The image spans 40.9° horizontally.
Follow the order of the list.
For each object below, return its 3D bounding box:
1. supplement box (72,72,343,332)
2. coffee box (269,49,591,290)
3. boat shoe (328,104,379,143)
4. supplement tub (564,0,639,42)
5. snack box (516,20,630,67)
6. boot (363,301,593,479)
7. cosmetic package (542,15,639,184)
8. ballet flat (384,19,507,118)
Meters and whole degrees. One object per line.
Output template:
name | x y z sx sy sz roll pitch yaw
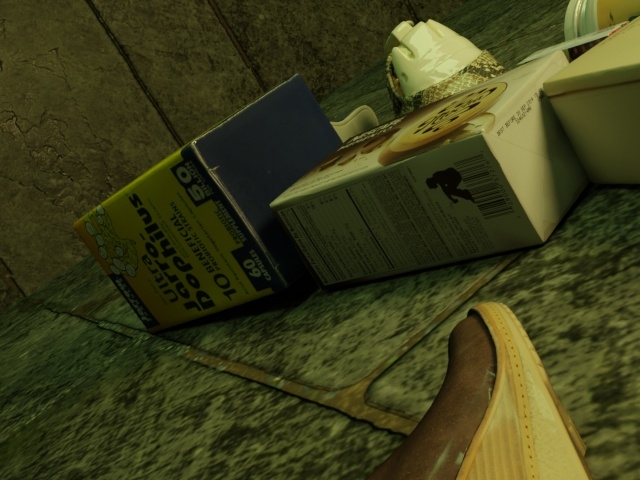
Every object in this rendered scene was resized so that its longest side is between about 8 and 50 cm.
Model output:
supplement box | -0.133 -0.033 1.112 0.195 0.194 0.356 -41 12 -37
coffee box | 0.112 -0.060 0.863 0.297 0.119 0.168 -16 22 49
boat shoe | 0.019 -0.185 1.587 0.079 0.095 0.254 -19 17 38
supplement tub | 0.365 -0.233 0.873 0.144 0.144 0.199 -38 14 -27
snack box | 0.280 -0.161 0.894 0.037 0.100 0.141 -36 13 -20
boot | 0.027 0.131 0.416 0.207 0.090 0.248 -27 17 10
cosmetic package | 0.328 -0.125 0.634 0.160 0.113 0.309 -35 12 -15
ballet flat | 0.164 -0.242 1.277 0.164 0.182 0.483 -30 13 3
